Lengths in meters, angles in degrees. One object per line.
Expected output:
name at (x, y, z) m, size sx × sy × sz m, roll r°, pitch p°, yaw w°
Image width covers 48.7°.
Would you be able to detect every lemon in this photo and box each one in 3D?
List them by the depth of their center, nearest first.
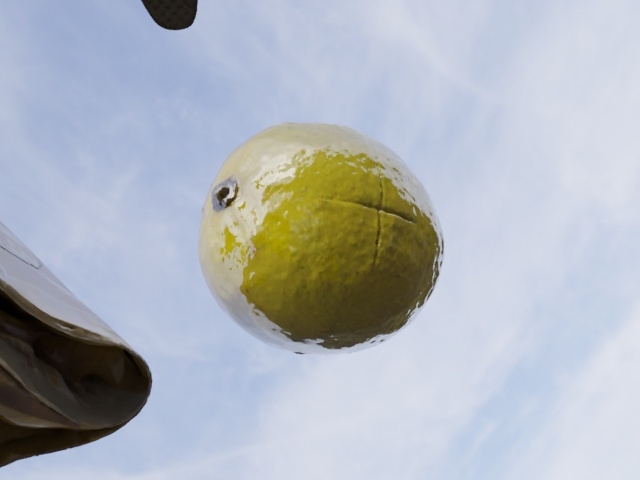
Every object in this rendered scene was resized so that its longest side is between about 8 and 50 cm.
lemon at (0.000, 0.000, 0.859) m, size 0.297 × 0.297 × 0.297 m, roll -23°, pitch -50°, yaw -29°

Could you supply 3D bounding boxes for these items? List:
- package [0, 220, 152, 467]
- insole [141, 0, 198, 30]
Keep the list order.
package at (-0.247, -0.032, 0.378) m, size 0.221 × 0.311 × 0.165 m, roll -2°, pitch -58°, yaw -47°
insole at (-0.105, -0.201, 0.446) m, size 0.045 × 0.002 × 0.135 m, roll -7°, pitch -66°, yaw -1°
